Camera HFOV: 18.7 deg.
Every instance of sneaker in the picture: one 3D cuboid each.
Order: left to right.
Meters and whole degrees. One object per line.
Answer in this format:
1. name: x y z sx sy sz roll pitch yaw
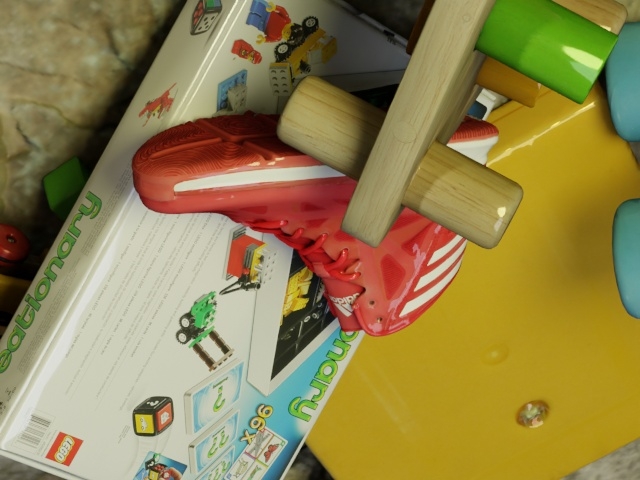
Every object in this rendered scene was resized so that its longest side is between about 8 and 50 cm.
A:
1. sneaker: 0.000 0.000 1.044 0.221 0.087 0.128 -6 111 -29

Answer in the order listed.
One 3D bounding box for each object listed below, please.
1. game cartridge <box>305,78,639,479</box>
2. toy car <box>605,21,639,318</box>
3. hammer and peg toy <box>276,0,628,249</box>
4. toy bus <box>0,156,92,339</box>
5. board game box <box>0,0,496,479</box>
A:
1. game cartridge: 0.109 0.060 1.304 0.285 0.053 0.324 -28 133 6
2. toy car: 0.308 -0.031 1.191 0.219 0.210 0.238 -6 165 20
3. hammer and peg toy: 0.120 -0.190 0.916 0.127 0.266 0.361 28 132 6
4. toy bus: -0.156 0.067 1.162 0.202 0.104 0.191 -23 135 0
5. board game box: -0.048 0.007 1.104 0.193 0.053 0.305 27 93 -38
